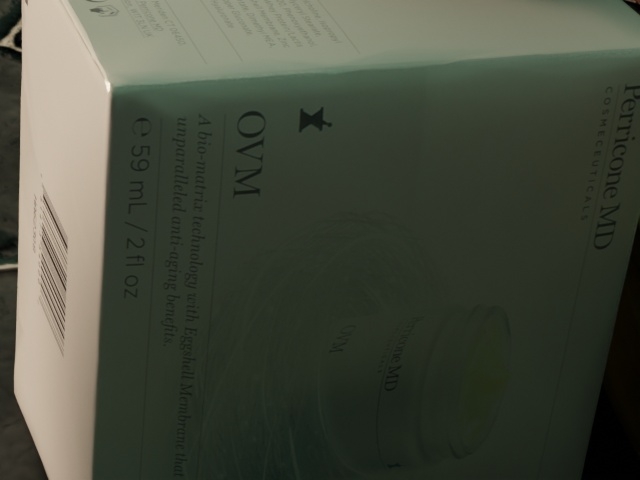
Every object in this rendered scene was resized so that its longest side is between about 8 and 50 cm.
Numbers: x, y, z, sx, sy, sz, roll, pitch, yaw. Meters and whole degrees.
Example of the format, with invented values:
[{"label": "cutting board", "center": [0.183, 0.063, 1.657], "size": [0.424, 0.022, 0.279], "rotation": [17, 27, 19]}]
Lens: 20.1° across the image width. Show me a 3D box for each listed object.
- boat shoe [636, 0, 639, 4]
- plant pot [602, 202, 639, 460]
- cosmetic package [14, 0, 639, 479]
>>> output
[{"label": "boat shoe", "center": [0.236, -0.228, 1.268], "size": [0.123, 0.123, 0.342], "rotation": [0, 38, -14]}, {"label": "plant pot", "center": [0.244, 0.000, 0.795], "size": [0.239, 0.254, 0.254], "rotation": [-13, 34, -5]}, {"label": "cosmetic package", "center": [0.000, 0.000, 0.744], "size": [0.225, 0.224, 0.138], "rotation": [-7, 34, -21]}]
